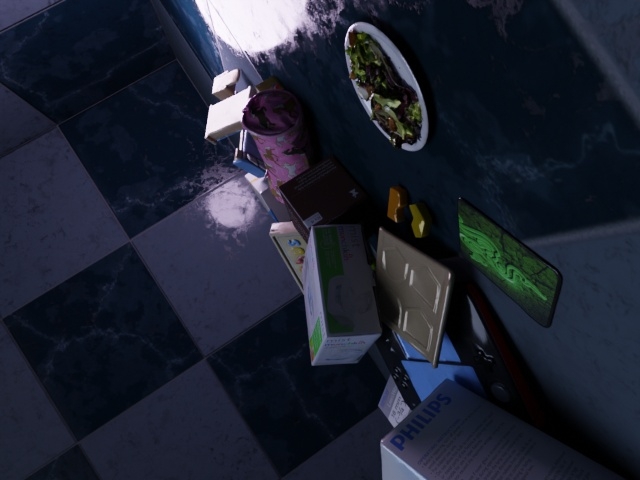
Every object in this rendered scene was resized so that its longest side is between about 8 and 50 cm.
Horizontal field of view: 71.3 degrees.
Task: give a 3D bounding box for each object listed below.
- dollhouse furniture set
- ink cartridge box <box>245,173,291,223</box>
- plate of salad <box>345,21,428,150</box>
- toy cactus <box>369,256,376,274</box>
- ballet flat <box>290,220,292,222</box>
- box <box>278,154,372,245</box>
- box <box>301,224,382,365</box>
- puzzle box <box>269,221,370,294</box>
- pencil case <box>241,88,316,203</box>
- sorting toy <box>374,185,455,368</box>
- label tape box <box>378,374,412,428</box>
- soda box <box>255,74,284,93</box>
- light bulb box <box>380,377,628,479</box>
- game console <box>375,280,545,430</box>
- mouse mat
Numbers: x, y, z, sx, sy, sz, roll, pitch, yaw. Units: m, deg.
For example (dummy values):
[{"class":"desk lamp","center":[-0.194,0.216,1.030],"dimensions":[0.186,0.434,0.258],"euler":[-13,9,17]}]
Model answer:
[{"class":"dollhouse furniture set","center":[-0.221,-0.421,1.607],"dimensions":[0.303,0.198,0.287],"euler":[29,-123,-50]},{"class":"ink cartridge box","center":[-0.167,-0.203,1.783],"dimensions":[0.171,0.168,0.233],"euler":[61,172,-34]},{"class":"plate of salad","center":[0.085,-0.213,0.648],"dimensions":[0.200,0.048,0.200],"euler":[55,171,13]},{"class":"toy cactus","center":[0.192,0.136,1.286],"dimensions":[0.219,0.112,0.180],"euler":[55,-169,-3]},{"class":"ballet flat","center":[0.006,0.063,2.028],"dimensions":[0.400,0.139,0.139],"euler":[54,173,-12]},{"class":"box","center":[0.019,-0.072,1.163],"dimensions":[0.167,0.168,0.203],"euler":[54,171,29]},{"class":"box","center":[0.040,0.132,1.040],"dimensions":[0.231,0.126,0.262],"euler":[105,160,-60]},{"class":"puzzle box","center":[0.031,0.085,1.450],"dimensions":[0.409,0.272,0.052],"euler":[64,-150,-45]},{"class":"pencil case","center":[-0.102,-0.247,1.249],"dimensions":[0.386,0.167,0.160],"euler":[78,174,-67]},{"class":"sorting toy","center":[0.180,0.063,0.865],"dimensions":[0.229,0.041,0.307],"euler":[42,137,51]},{"class":"label tape box","center":[0.270,0.412,1.281],"dimensions":[0.105,0.241,0.333],"euler":[16,-172,-22]},{"class":"soda box","center":[-0.128,-0.373,1.258],"dimensions":[0.058,0.061,0.181],"euler":[54,172,19]},{"class":"light bulb box","center":[0.312,0.518,0.801],"dimensions":[0.361,0.225,0.358],"euler":[22,127,44]},{"class":"game console","center":[0.254,0.258,0.961],"dimensions":[0.342,0.060,0.386],"euler":[60,151,-5]},{"class":"mouse mat","center":[0.268,0.033,0.657],"dimensions":[0.190,0.007,0.153],"euler":[51,171,41]}]
